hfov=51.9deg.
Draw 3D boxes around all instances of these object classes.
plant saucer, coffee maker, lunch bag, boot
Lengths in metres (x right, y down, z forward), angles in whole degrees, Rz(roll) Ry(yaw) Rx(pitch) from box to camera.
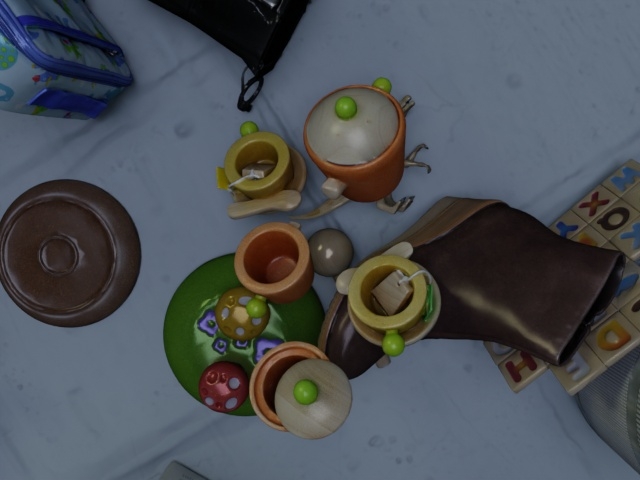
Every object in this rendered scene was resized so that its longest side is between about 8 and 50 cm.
[{"bbox_3d":[-0.286,0.016,0.728,0.168,0.029,0.168,0,93,2],"label":"plant saucer"},{"bbox_3d":[-0.114,-0.251,0.659,0.178,0.120,0.171,31,95,1],"label":"coffee maker"},{"bbox_3d":[-0.279,-0.199,0.619,0.090,0.219,0.176,-36,91,10],"label":"lunch bag"},{"bbox_3d":[0.131,0.065,0.616,0.248,0.207,0.090,-48,132,-12],"label":"boot"}]

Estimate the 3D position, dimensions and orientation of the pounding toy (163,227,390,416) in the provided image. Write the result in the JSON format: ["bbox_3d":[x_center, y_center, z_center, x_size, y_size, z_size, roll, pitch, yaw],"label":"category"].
[{"bbox_3d":[-0.060,0.098,0.684,0.237,0.110,0.183,-19,93,4],"label":"pounding toy"}]

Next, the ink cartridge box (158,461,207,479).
[{"bbox_3d":[-0.094,0.399,0.562,0.285,0.395,0.166,30,95,0],"label":"ink cartridge box"}]

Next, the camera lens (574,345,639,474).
[{"bbox_3d":[0.369,0.138,0.588,0.219,0.274,0.219,0,94,2],"label":"camera lens"}]

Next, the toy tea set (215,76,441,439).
[{"bbox_3d":[0.000,0.000,0.585,0.200,0.124,0.336,-15,63,8],"label":"toy tea set"}]

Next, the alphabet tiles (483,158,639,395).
[{"bbox_3d":[0.254,0.036,0.627,0.237,0.198,0.009,-42,115,13],"label":"alphabet tiles"}]

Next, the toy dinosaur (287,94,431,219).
[{"bbox_3d":[0.056,-0.066,0.708,0.092,0.053,0.183,39,87,15],"label":"toy dinosaur"}]
